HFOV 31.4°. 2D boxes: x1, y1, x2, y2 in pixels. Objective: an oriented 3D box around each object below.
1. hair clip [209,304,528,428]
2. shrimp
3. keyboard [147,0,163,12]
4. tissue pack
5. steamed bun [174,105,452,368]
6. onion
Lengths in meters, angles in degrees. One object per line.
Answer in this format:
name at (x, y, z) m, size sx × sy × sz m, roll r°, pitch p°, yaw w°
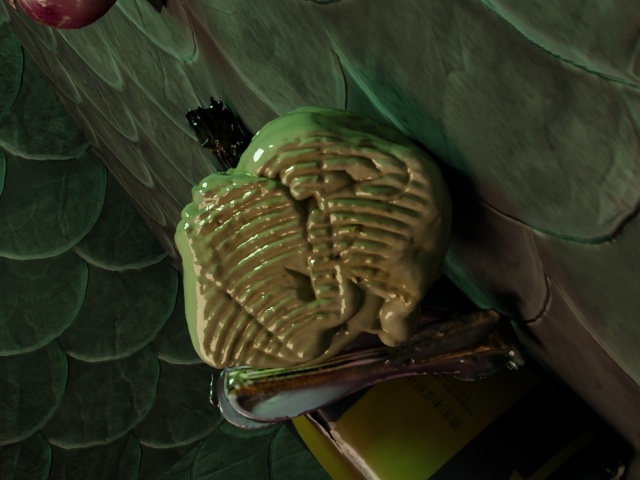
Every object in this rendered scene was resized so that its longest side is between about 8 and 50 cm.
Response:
hair clip at (0.047, 0.126, 1.286) m, size 0.095 × 0.358 × 0.110 m, roll -17°, pitch -86°, yaw -79°
shrimp at (-0.101, -0.095, 1.751) m, size 0.178 × 0.075 × 0.289 m, roll 31°, pitch 156°, yaw 38°
keyboard at (-0.231, -0.369, 1.539) m, size 0.072 × 0.023 × 0.231 m, roll 45°, pitch 168°, yaw -3°
tissue pack at (0.144, 0.237, 1.393) m, size 0.416 × 0.253 × 0.264 m, roll 43°, pitch 164°, yaw 25°
steamed bun at (-0.003, -0.001, 1.217) m, size 0.276 × 0.289 × 0.203 m, roll 17°, pitch -160°, yaw 8°
onion at (-0.353, -0.403, 1.534) m, size 0.201 × 0.200 × 0.207 m, roll 71°, pitch -171°, yaw -57°
